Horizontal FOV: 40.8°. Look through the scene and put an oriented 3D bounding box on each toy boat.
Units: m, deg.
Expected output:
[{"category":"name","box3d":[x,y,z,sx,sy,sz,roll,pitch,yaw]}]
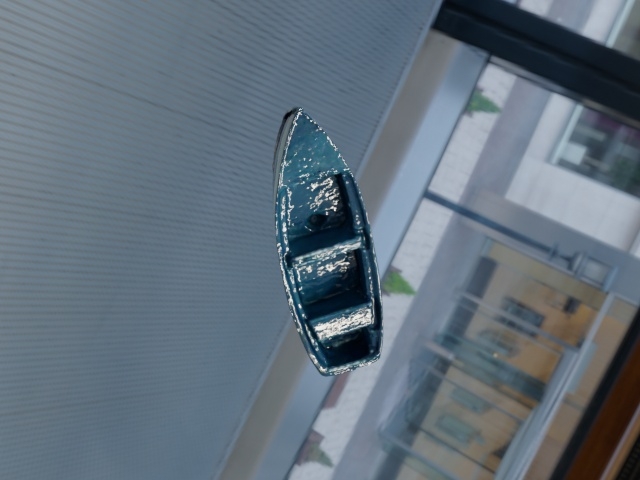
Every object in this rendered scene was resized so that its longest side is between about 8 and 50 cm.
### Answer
[{"category":"toy boat","box3d":[0.000,0.000,0.847,0.096,0.061,0.299,-16,121,-7]}]
